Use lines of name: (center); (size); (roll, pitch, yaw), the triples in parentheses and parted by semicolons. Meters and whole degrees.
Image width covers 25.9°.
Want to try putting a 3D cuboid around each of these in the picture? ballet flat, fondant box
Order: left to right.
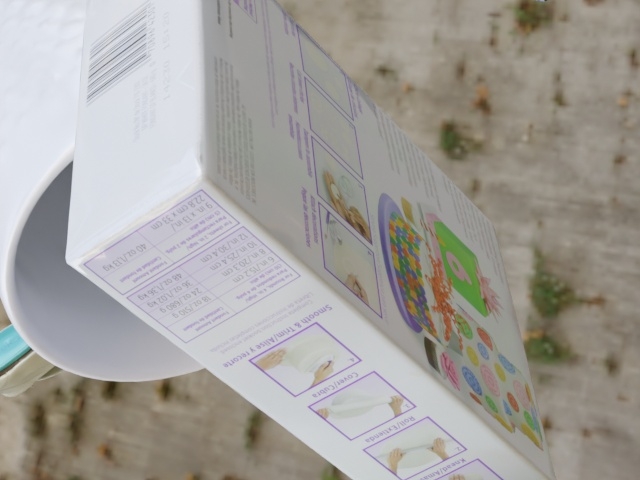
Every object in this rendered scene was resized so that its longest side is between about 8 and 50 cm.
ballet flat: (-0.260, 0.086, 1.497); (0.248, 0.086, 0.086); (-34, -37, -2)
fondant box: (0.000, 0.000, 0.836); (0.330, 0.096, 0.238); (41, -152, -34)

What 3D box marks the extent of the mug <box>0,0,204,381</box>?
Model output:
mug: (-0.151, -0.067, 1.155); (0.276, 0.328, 0.374); (-30, -42, -5)
